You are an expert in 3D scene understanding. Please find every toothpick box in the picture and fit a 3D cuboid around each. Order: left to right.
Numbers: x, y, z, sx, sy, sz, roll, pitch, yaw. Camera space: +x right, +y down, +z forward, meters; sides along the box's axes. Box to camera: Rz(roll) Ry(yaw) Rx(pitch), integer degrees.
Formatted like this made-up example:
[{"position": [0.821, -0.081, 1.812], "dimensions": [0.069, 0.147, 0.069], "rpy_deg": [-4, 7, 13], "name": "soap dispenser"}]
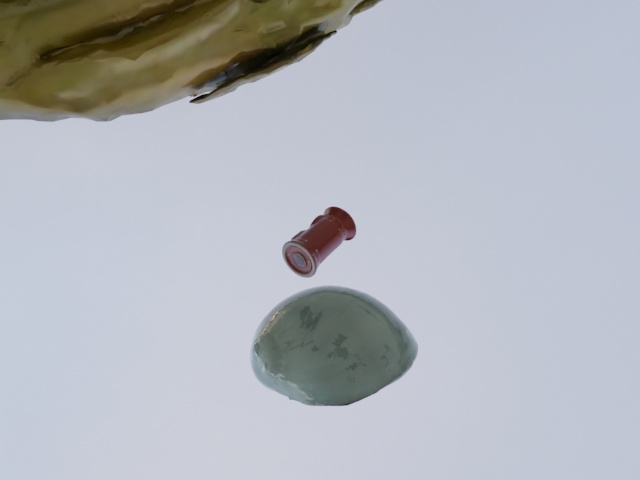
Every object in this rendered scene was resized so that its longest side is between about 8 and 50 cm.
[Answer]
[{"position": [0.000, 0.000, 1.201], "dimensions": [0.047, 0.047, 0.083], "rpy_deg": [25, -134, 27], "name": "toothpick box"}]

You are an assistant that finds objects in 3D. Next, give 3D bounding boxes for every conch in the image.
[{"position": [0.012, 0.136, 1.412], "dimensions": [0.221, 0.121, 0.185], "rpy_deg": [-9, -129, 16], "name": "conch"}]

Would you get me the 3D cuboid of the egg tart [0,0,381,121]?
[{"position": [-0.094, -0.167, 0.446], "dimensions": [0.345, 0.132, 0.345], "rpy_deg": [0, -119, -1], "name": "egg tart"}]
